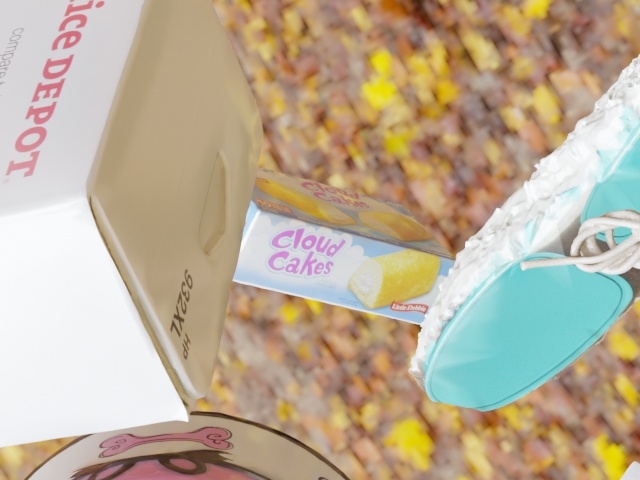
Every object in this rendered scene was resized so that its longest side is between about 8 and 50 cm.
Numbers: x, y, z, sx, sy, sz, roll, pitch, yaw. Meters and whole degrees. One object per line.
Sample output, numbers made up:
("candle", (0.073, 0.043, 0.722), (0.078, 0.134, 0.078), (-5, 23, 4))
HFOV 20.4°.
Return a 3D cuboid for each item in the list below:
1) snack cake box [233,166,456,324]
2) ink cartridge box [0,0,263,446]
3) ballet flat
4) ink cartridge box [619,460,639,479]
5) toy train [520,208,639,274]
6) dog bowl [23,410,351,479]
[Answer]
("snack cake box", (0.000, 0.000, 1.976), (0.089, 0.264, 0.152), (-65, 32, 18))
("ink cartridge box", (-0.201, -0.015, 0.828), (0.307, 0.223, 0.129), (-10, 128, 15))
("ballet flat", (0.218, -0.024, 1.444), (0.147, 0.147, 0.409), (50, 124, 15))
("ink cartridge box", (0.326, 0.360, 1.468), (0.270, 0.198, 0.197), (27, 151, 27))
("toy train", (0.240, -0.061, 1.064), (0.248, 0.143, 0.105), (-8, 142, 18))
("dog bowl", (-0.122, 0.360, 1.541), (0.408, 0.408, 0.150), (58, -176, -1))
